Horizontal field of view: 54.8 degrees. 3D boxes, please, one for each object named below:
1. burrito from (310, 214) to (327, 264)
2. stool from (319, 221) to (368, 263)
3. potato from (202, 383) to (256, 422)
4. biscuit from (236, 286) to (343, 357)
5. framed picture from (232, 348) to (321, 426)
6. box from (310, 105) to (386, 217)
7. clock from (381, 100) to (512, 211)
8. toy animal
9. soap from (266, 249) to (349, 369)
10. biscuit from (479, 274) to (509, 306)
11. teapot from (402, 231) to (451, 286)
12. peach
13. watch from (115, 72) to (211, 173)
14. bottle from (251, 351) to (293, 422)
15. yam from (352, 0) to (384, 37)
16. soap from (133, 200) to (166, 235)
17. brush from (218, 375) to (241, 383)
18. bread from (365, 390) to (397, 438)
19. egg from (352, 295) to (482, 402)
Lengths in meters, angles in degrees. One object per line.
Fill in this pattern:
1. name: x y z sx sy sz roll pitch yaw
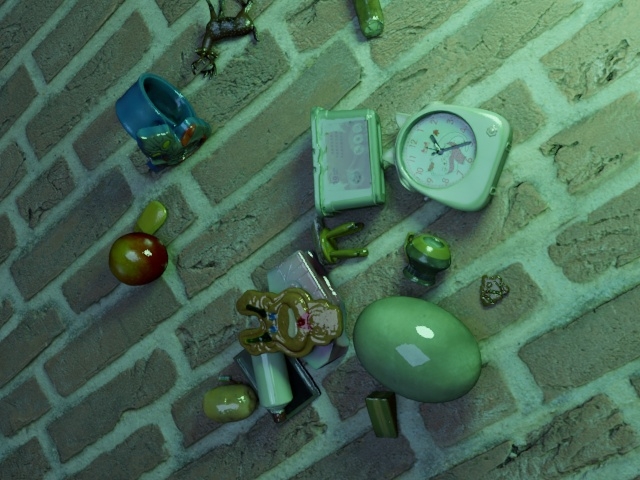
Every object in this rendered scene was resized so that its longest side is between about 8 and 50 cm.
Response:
1. burrito: 0.000 0.000 1.859 0.055 0.041 0.149 -20 84 30
2. stool: 0.067 0.005 1.793 0.110 0.135 0.134 -11 131 21
3. potato: -0.288 0.518 1.964 0.178 0.118 0.109 -9 123 13
4. biscuit: -0.095 0.236 1.783 0.334 0.047 0.202 -2 89 21
5. framed picture: -0.139 0.424 1.944 0.192 0.018 0.265 -42 75 18
6. box: 0.083 -0.227 1.759 0.182 0.175 0.312 -5 89 15
7. clock: 0.333 -0.240 1.670 0.324 0.108 0.265 23 101 23
8. toy animal: -0.317 -0.660 1.966 0.243 0.087 0.260 -6 86 26
9. soap: -0.034 0.211 1.844 0.193 0.109 0.324 -36 78 21
10. biscuit: 0.461 0.138 1.670 0.082 0.016 0.092 32 102 20
11. teapot: 0.281 0.045 1.702 0.165 0.130 0.119 52 131 48
12. peach: -0.595 0.062 2.054 0.197 0.197 0.197 1 91 24
13. watch: -0.528 -0.380 1.948 0.241 0.305 0.274 -36 85 20
14. bottle: -0.145 0.430 1.881 0.104 0.104 0.245 -14 84 24
15. yam: 0.114 -0.772 1.777 0.083 0.083 0.371 -14 84 24
16. soap: -0.590 -0.060 2.128 0.089 0.033 0.168 45 109 20
17. brush: -0.294 0.453 2.012 0.083 0.019 0.021 2 82 26
18. bread: 0.175 0.509 1.768 0.074 0.084 0.139 -2 91 23
19. egg: 0.252 0.287 1.637 0.352 0.258 0.258 29 103 20
